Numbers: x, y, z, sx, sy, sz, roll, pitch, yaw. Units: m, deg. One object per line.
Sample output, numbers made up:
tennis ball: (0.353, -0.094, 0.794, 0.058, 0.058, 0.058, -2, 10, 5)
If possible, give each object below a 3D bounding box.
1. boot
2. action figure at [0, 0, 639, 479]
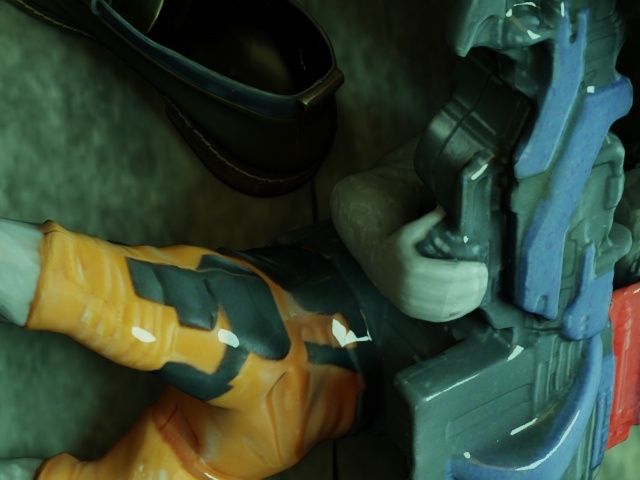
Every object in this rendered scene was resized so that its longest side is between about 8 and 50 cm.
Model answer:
boot: (-0.071, -0.114, 0.619, 0.219, 0.106, 0.082, 42, 75, -1)
action figure: (0.000, 0.000, 0.557, 0.330, 0.341, 0.178, -7, 40, -19)
